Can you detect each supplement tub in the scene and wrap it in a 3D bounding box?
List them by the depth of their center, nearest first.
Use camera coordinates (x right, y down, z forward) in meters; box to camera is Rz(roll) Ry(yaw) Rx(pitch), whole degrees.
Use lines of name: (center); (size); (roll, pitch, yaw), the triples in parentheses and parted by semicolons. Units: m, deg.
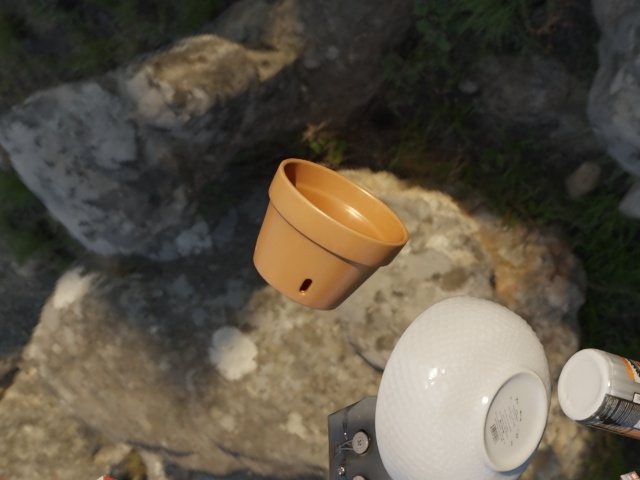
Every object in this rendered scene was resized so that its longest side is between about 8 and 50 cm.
supplement tub: (0.471, 0.241, 1.517); (0.190, 0.117, 0.117); (18, 167, -25)

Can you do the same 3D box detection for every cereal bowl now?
cereal bowl: (0.252, 0.263, 1.545); (0.141, 0.339, 0.339); (13, 142, 48)

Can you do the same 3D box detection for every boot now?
boot: (0.153, 0.484, 1.720); (0.367, 0.445, 0.146); (-19, 143, 38)

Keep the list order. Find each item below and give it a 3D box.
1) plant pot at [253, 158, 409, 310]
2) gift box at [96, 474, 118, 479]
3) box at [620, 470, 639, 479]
plant pot: (0.000, 0.000, 1.956); (0.291, 0.203, 0.291); (28, -159, -11)
gift box: (-0.339, 0.549, 1.512); (0.255, 0.276, 0.258); (35, 127, -28)
box: (0.488, 0.426, 1.471); (0.137, 0.027, 0.094); (-115, 13, -50)
